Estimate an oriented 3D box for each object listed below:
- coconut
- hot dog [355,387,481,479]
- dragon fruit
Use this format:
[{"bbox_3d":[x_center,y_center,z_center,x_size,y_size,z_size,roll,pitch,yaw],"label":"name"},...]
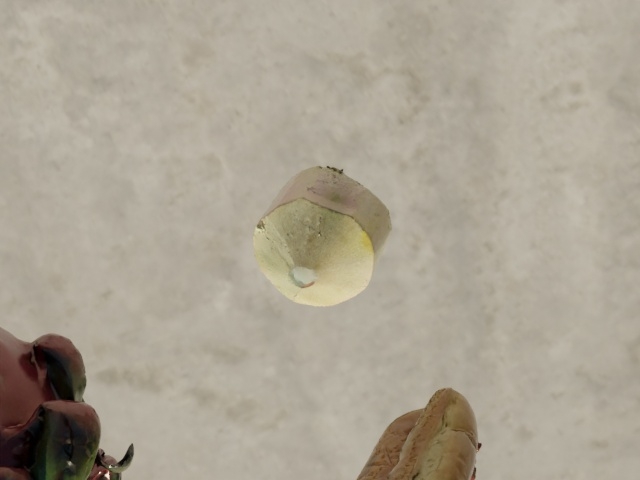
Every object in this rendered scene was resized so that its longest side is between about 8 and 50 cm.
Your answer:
[{"bbox_3d":[0.000,0.000,1.472,0.147,0.153,0.147,9,121,15],"label":"coconut"},{"bbox_3d":[0.062,0.196,0.919,0.102,0.249,0.076,-34,99,29],"label":"hot dog"},{"bbox_3d":[-0.227,0.112,0.716,0.218,0.198,0.273,-11,120,33],"label":"dragon fruit"}]
